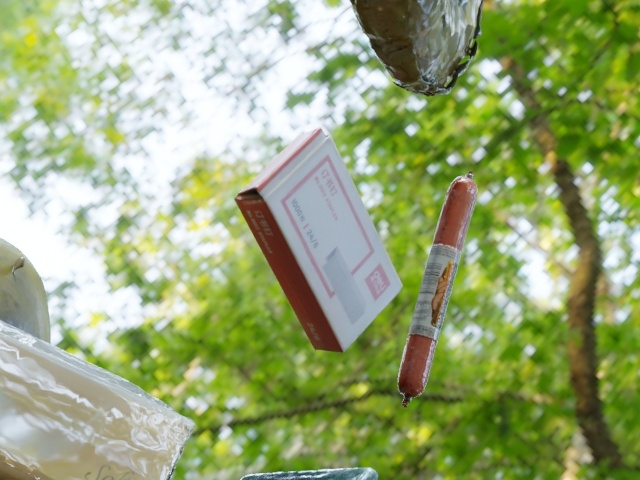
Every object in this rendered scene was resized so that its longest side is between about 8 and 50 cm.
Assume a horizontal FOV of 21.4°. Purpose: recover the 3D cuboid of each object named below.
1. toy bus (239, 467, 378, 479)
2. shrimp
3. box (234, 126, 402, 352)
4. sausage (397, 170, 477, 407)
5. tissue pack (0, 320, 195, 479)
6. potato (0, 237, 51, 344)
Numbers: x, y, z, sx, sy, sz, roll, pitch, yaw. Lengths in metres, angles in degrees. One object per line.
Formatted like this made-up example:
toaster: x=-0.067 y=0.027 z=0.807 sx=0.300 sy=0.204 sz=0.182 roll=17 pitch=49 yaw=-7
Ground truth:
toy bus: x=0.014 y=0.284 z=1.085 sx=0.128 sy=0.147 sz=0.256 roll=-10 pitch=-67 yaw=42
shrimp: x=0.060 y=-0.205 z=0.961 sx=0.058 sy=0.173 sz=0.253 roll=6 pitch=-65 yaw=27
box: x=0.000 y=0.000 z=1.854 sx=0.050 sy=0.123 sz=0.229 roll=6 pitch=-49 yaw=44
sausage: x=0.117 y=0.046 z=1.705 sx=0.034 sy=0.253 sz=0.034 roll=16 pitch=-12 yaw=3
tissue pack: x=-0.273 y=0.155 z=1.385 sx=0.305 sy=0.238 sz=0.238 roll=25 pitch=-44 yaw=-3
potato: x=-0.376 y=0.102 z=1.761 sx=0.116 sy=0.299 sz=0.239 roll=11 pitch=-87 yaw=41
